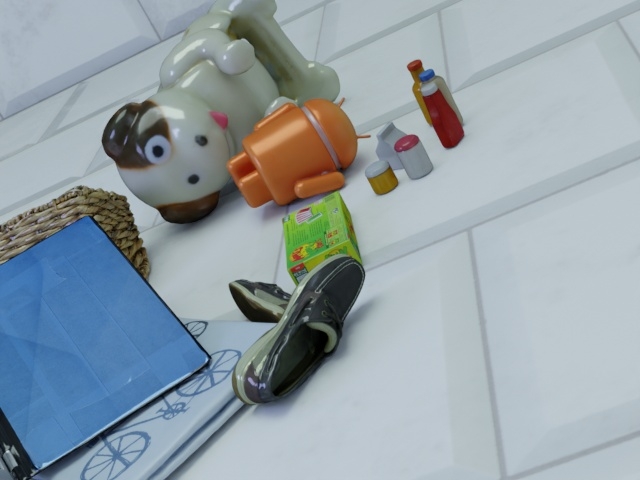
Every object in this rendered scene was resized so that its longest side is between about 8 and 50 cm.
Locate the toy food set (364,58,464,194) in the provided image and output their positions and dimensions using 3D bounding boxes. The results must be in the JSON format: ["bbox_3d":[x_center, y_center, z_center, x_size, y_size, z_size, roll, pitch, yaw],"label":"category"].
[{"bbox_3d":[0.137,-0.176,1.717,0.111,0.104,0.232,-6,32,44],"label":"toy food set"}]

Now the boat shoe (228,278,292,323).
[{"bbox_3d":[-0.067,0.081,1.489,0.049,0.056,0.152,-32,32,-21],"label":"boat shoe"}]

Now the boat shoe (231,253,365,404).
[{"bbox_3d":[-0.009,0.106,1.337,0.073,0.080,0.223,8,48,48],"label":"boat shoe"}]

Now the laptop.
[{"bbox_3d":[-0.422,0.089,1.400,0.236,0.408,0.382,-57,45,8],"label":"laptop"}]

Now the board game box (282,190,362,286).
[{"bbox_3d":[0.000,0.000,1.586,0.092,0.043,0.181,-27,22,7],"label":"board game box"}]

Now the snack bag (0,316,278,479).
[{"bbox_3d":[-0.225,0.204,1.431,0.342,0.037,0.323,0,35,50],"label":"snack bag"}]

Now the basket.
[{"bbox_3d":[-0.423,0.074,1.864,0.299,0.223,0.213,-25,-10,11],"label":"basket"}]

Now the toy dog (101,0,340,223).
[{"bbox_3d":[-0.212,-0.223,2.010,0.395,0.284,0.408,-16,28,30],"label":"toy dog"}]

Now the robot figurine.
[{"bbox_3d":[-0.034,-0.137,1.812,0.219,0.128,0.158,-31,20,-3],"label":"robot figurine"}]
